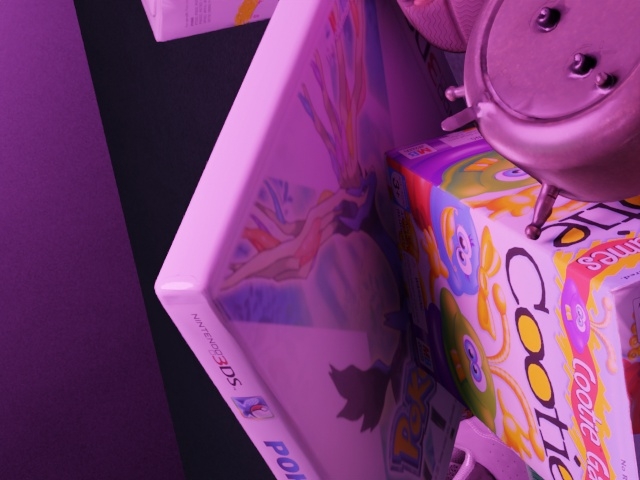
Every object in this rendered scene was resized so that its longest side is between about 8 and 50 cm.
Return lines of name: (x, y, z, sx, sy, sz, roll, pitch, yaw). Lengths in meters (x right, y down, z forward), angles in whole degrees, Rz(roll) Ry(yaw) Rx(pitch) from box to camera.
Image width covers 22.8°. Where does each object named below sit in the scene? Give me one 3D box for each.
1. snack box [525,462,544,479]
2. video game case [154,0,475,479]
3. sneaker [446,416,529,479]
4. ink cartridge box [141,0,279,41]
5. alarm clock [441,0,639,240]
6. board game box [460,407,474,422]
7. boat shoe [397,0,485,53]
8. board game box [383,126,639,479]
snack box: (0.218, 0.280, 1.002, 0.187, 0.060, 0.322, -165, 61, -74)
video game case: (0.030, 0.003, 0.944, 0.300, 0.036, 0.329, 61, -144, -40)
sneaker: (0.126, 0.222, 1.151, 0.086, 0.132, 0.229, -142, 40, -68)
ink cartridge box: (-0.072, -0.266, 1.320, 0.127, 0.176, 0.128, 97, 154, -57)
alarm clock: (0.141, -0.099, 0.719, 0.064, 0.192, 0.129, 33, -157, -44)
board game box: (0.061, 0.033, 1.314, 0.347, 0.078, 0.233, 100, 152, -59)
boat shoe: (0.071, -0.288, 0.905, 0.130, 0.132, 0.355, -89, -9, -72)
board game box: (0.154, 0.031, 0.820, 0.275, 0.144, 0.142, -140, 37, -66)
